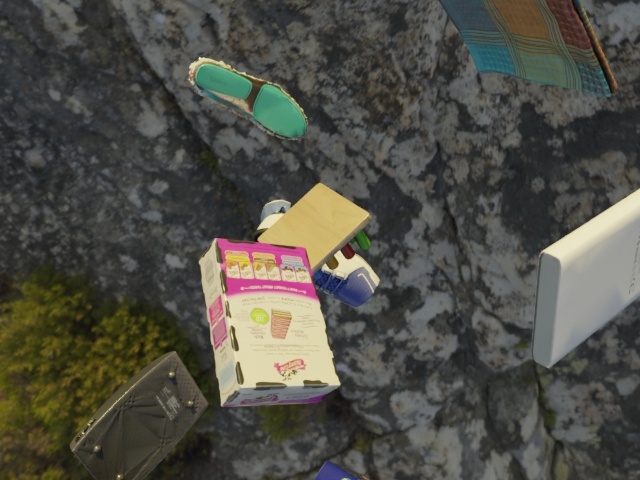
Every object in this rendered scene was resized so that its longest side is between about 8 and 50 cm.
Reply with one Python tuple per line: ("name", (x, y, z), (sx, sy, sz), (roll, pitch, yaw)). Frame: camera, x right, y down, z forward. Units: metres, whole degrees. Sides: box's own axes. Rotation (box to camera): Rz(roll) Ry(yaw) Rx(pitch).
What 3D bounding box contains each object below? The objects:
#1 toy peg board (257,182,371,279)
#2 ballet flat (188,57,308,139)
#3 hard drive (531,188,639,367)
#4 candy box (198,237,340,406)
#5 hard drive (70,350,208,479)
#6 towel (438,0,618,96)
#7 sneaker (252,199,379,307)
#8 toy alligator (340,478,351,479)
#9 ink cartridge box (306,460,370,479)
("toy peg board", (0.000, 0.000, 1.222), (0.160, 0.161, 0.079), (-43, 131, -9))
("ballet flat", (-0.132, -0.264, 1.248), (0.241, 0.077, 0.091), (28, 93, -22))
("hard drive", (0.449, 0.047, 1.068), (0.040, 0.307, 0.203), (30, 136, 45))
("candy box", (-0.078, 0.117, 0.981), (0.159, 0.233, 0.071), (7, 143, -32))
("hard drive", (-0.344, 0.348, 1.292), (0.054, 0.255, 0.172), (8, 132, 43))
("towel", (0.334, -0.382, 1.187), (0.040, 0.370, 0.271), (-43, 120, -3))
("sneaker", (-0.036, 0.061, 1.511), (0.315, 0.182, 0.127), (38, 124, -2))
("toy alligator", (0.043, 0.420, 1.124), (0.056, 0.051, 0.190), (-4, 154, -2))
("ink cartridge box", (0.093, 0.602, 1.615), (0.175, 0.371, 0.069), (26, 79, 21))
